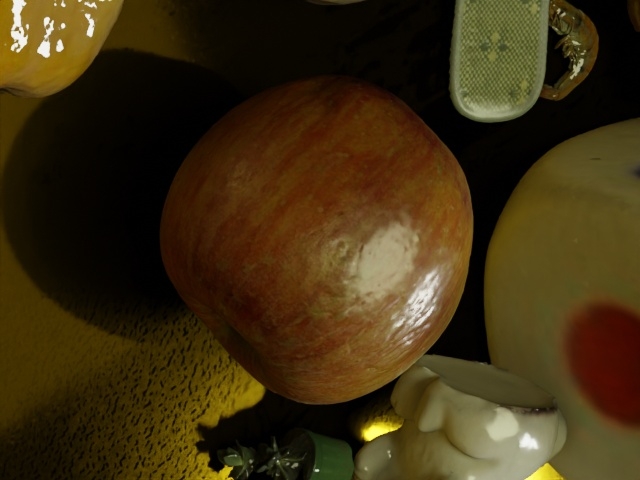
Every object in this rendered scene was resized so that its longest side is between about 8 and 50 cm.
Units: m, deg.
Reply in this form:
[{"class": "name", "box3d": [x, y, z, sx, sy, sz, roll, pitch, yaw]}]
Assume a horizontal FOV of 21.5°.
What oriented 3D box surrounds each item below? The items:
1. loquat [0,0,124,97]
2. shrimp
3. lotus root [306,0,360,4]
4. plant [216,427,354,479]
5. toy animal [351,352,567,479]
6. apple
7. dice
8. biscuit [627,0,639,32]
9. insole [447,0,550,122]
[{"class": "loquat", "box3d": [-0.197, -0.171, 0.944, 0.187, 0.176, 0.234, -8, 114, -39]}, {"class": "shrimp", "box3d": [0.187, -0.159, 1.370, 0.114, 0.023, 0.083, 39, 76, -42]}, {"class": "lotus root", "box3d": [0.005, -0.268, 1.058, 0.192, 0.272, 0.272, -40, 122, -15]}, {"class": "plant", "box3d": [-0.026, 0.161, 1.238, 0.102, 0.051, 0.051, 10, 92, -36]}, {"class": "toy animal", "box3d": [0.110, 0.187, 1.295, 0.178, 0.127, 0.193, -2, 110, -36]}, {"class": "apple", "box3d": [0.000, 0.000, 1.120, 0.188, 0.211, 0.211, -42, 123, -15]}, {"class": "dice", "box3d": [0.336, 0.057, 1.352, 0.304, 0.304, 0.277, -17, 109, -36]}, {"class": "biscuit", "box3d": [0.347, -0.219, 1.439, 0.290, 0.041, 0.208, -17, 119, -49]}, {"class": "insole", "box3d": [0.137, -0.239, 1.266, 0.109, 0.007, 0.322, -4, 115, -10]}]
